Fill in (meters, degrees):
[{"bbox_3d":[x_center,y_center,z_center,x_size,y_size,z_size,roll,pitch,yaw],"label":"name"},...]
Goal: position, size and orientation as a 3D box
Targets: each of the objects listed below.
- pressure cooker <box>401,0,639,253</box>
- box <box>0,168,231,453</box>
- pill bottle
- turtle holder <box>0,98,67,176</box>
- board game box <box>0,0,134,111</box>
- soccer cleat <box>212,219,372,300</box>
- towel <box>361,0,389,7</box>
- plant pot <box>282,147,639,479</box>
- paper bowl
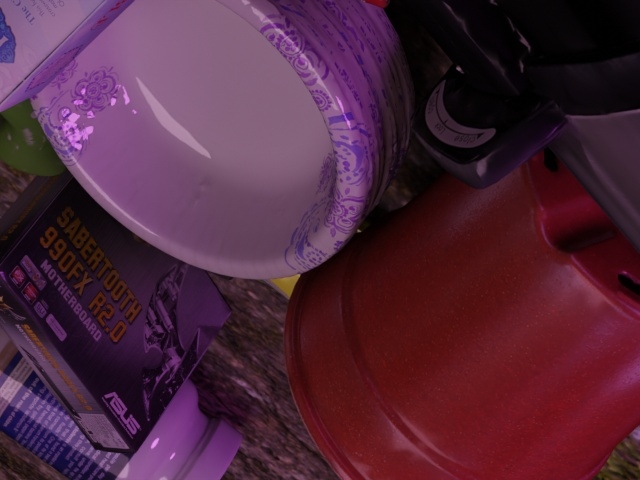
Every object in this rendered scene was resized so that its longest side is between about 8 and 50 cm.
[{"bbox_3d":[0.247,-0.133,0.704,0.375,0.370,0.420,-19,123,44],"label":"pressure cooker"},{"bbox_3d":[-0.194,0.047,1.469,0.056,0.183,0.231,-1,131,40],"label":"box"},{"bbox_3d":[-0.219,0.170,1.653,0.264,0.153,0.153,36,144,-4],"label":"pill bottle"},{"bbox_3d":[-0.353,-0.178,1.327,0.320,0.243,0.227,0,169,-20],"label":"turtle holder"},{"bbox_3d":[-0.192,-0.297,1.014,0.318,0.066,0.319,-37,91,29],"label":"board game box"},{"bbox_3d":[-0.001,0.001,1.347,0.289,0.093,0.121,22,136,14],"label":"soccer cleat"},{"bbox_3d":[-0.062,-0.264,0.915,0.274,0.031,0.199,23,116,13],"label":"towel"},{"bbox_3d":[0.153,0.040,1.151,0.272,0.272,0.265,37,136,-5],"label":"plant pot"},{"bbox_3d":[-0.064,-0.122,1.192,0.284,0.148,0.284,19,137,19],"label":"paper bowl"}]
